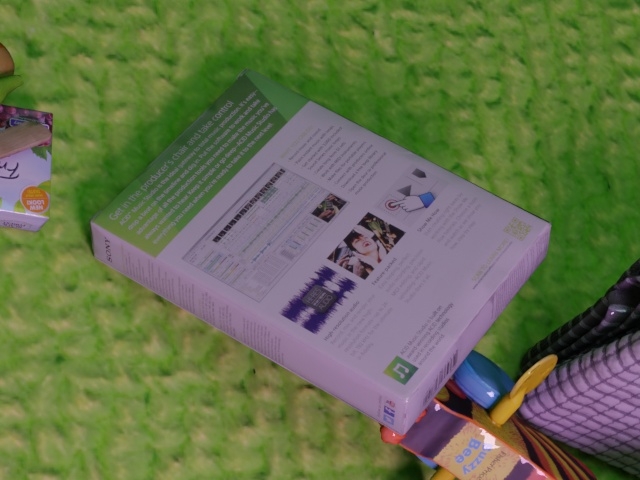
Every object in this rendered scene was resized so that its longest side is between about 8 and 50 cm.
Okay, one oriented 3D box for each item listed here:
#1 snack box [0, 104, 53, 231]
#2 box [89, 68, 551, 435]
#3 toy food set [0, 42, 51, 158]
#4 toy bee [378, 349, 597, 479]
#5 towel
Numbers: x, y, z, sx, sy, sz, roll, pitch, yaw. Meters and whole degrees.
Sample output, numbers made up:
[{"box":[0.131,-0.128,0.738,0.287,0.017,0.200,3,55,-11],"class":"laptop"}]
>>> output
[{"box":[-0.296,-0.068,1.529,0.141,0.037,0.100,8,66,-23],"class":"snack box"},{"box":[0.000,0.000,1.559,0.322,0.058,0.232,30,55,19],"class":"box"},{"box":[-0.317,-0.144,1.511,0.192,0.038,0.132,46,44,14],"class":"toy food set"},{"box":[0.101,0.164,1.571,0.298,0.195,0.162,19,16,5],"class":"toy bee"},{"box":[0.341,0.131,1.661,0.284,0.235,0.121,23,58,-18],"class":"towel"}]
